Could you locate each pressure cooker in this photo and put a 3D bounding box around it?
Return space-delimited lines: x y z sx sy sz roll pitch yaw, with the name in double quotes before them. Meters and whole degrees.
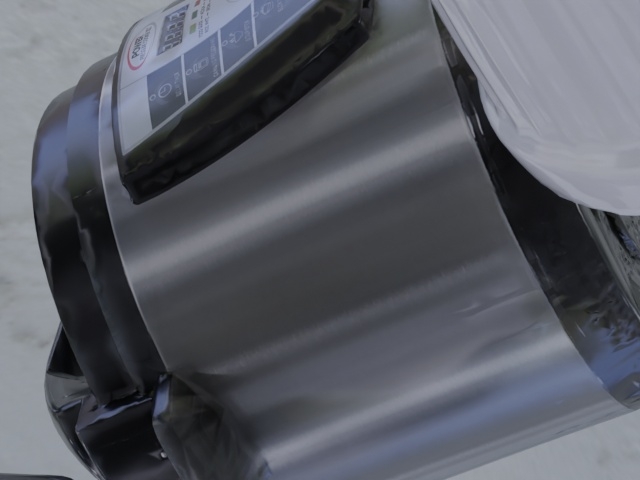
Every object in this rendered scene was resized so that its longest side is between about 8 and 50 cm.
"pressure cooker" 0.003 0.006 1.269 0.420 0.370 0.375 -23 -107 19

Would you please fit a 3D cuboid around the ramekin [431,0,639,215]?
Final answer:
"ramekin" 0.134 -0.146 0.577 0.273 0.273 0.127 -42 -66 4

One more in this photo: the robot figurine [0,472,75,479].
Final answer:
"robot figurine" -0.156 0.211 0.893 0.278 0.209 0.174 5 -89 -11
